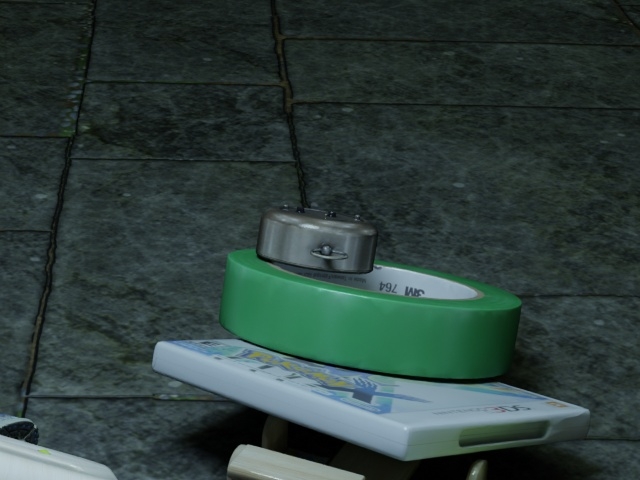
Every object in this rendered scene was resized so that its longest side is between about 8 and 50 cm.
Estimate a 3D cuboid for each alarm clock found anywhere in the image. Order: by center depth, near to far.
[{"bbox_3d":[0.000,0.000,1.770,0.129,0.064,0.192,8,9,-9],"label":"alarm clock"}]

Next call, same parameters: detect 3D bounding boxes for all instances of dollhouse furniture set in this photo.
[{"bbox_3d":[0.016,0.224,1.468,0.212,0.161,0.242,12,26,19],"label":"dollhouse furniture set"}]

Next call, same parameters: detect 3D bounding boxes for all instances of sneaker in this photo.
[{"bbox_3d":[-0.350,0.199,1.627,0.135,0.052,0.058,-4,15,-31],"label":"sneaker"}]

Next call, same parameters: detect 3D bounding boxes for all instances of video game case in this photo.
[{"bbox_3d":[0.051,0.148,1.633,0.329,0.036,0.300,14,8,40],"label":"video game case"}]

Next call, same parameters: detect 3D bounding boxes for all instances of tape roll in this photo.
[{"bbox_3d":[0.053,0.075,1.779,0.321,0.077,0.321,8,6,-1],"label":"tape roll"}]

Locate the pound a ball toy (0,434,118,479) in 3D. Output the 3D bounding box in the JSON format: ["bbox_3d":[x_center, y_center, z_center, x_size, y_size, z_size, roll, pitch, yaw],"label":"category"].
[{"bbox_3d":[-0.320,0.176,1.343,0.319,0.208,0.136,19,2,-16],"label":"pound a ball toy"}]
